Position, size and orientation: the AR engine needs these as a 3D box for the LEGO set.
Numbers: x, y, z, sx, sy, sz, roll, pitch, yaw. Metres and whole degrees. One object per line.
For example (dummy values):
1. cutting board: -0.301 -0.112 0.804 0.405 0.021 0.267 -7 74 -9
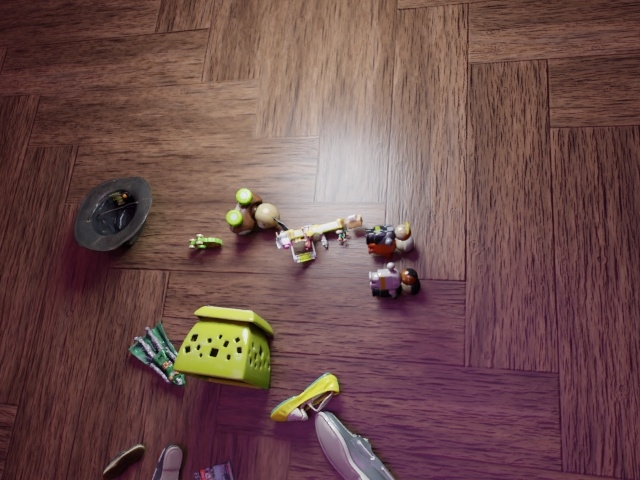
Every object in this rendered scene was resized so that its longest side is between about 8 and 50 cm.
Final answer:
1. LEGO set: 0.000 0.000 1.618 0.287 0.132 0.107 -12 88 -14

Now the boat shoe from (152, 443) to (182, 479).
1. boat shoe: -0.478 0.729 1.557 0.065 0.075 0.206 5 77 60

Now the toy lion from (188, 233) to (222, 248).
1. toy lion: -0.387 0.009 1.727 0.100 0.096 0.034 -22 63 51

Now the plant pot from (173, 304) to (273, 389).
1. plant pot: -0.274 0.321 1.531 0.227 0.228 0.207 4 69 16

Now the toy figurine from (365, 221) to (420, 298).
1. toy figurine: 0.215 0.060 1.488 0.148 0.209 0.213 -5 73 7

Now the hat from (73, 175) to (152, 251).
1. hat: -0.711 -0.069 1.800 0.331 0.134 0.331 -8 54 10

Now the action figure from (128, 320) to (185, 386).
1. action figure: -0.514 0.388 1.657 0.137 0.063 0.232 -45 72 -5

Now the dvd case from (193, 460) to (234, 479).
1. dvd case: -0.319 0.727 1.530 0.119 0.013 0.087 -21 70 9

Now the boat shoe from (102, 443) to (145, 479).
1. boat shoe: -0.623 0.687 1.597 0.152 0.056 0.049 -36 36 -4

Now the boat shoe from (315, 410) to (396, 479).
1. boat shoe: 0.102 0.612 1.431 0.099 0.116 0.319 -18 54 -38

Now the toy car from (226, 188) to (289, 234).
1. toy car: -0.192 -0.067 1.669 0.188 0.155 0.149 22 80 6

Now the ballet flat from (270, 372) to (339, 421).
1. ballet flat: -0.042 0.482 1.495 0.231 0.077 0.077 -35 53 0
